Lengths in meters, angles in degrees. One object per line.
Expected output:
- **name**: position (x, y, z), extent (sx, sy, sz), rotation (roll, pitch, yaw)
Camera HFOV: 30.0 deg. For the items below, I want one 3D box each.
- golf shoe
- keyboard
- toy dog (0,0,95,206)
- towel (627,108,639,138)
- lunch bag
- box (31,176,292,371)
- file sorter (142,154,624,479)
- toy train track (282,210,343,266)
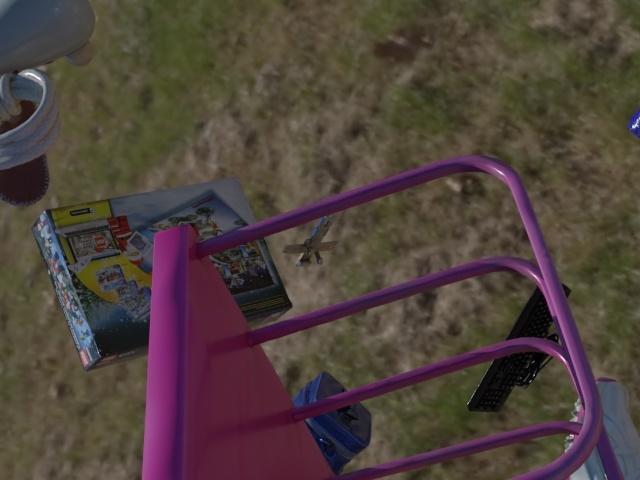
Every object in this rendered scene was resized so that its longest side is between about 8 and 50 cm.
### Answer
- **golf shoe**: position (0.297, 0.262, 1.160), extent (0.306, 0.140, 0.115), rotation (-70, -18, -46)
- **keyboard**: position (0.258, 0.137, 1.467), extent (0.038, 0.100, 0.192), rotation (41, 112, 35)
- **toy dog**: position (-0.319, -0.076, 1.038), extent (0.334, 0.161, 0.220), rotation (-21, 53, 15)
- **towel**: position (0.536, -0.237, 1.459), extent (0.308, 0.228, 0.076), rotation (-57, 47, 48)
- **lunch bag**: position (0.005, 0.158, 1.023), extent (0.065, 0.067, 0.098), rotation (-47, 8, 12)
- **box**: position (-0.159, 0.029, 1.224), extent (0.044, 0.233, 0.159), rotation (-39, 69, 49)
- **file sorter**: position (0.058, 0.136, 0.578), extent (0.182, 0.290, 0.202), rotation (-17, 41, 10)
- **toy train track**: position (0.000, 0.000, 0.943), extent (0.083, 0.048, 0.014), rotation (-59, 44, 49)
